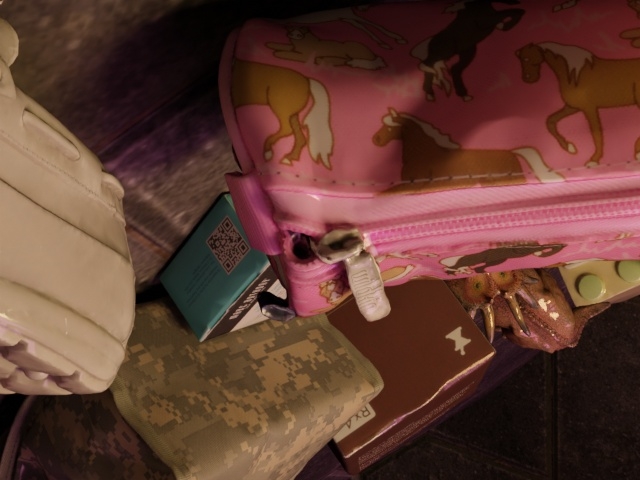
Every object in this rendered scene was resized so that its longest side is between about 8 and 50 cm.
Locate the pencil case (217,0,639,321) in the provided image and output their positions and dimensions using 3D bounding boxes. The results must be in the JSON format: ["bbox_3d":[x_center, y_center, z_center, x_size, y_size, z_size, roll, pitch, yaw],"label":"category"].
[{"bbox_3d":[0.149,-0.052,0.501,0.386,0.167,0.160,-6,162,3],"label":"pencil case"}]

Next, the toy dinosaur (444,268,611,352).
[{"bbox_3d":[0.213,0.064,1.127,0.127,0.295,0.200,-61,-158,4],"label":"toy dinosaur"}]

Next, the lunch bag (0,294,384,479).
[{"bbox_3d":[-0.127,0.171,0.836,0.235,0.169,0.287,-16,151,-49],"label":"lunch bag"}]

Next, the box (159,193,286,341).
[{"bbox_3d":[0.000,0.000,0.798,0.244,0.060,0.100,-15,154,-50],"label":"box"}]

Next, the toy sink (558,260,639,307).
[{"bbox_3d":[0.372,-0.005,1.318,0.131,0.153,0.234,-30,166,29],"label":"toy sink"}]

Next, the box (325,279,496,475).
[{"bbox_3d":[0.048,0.109,1.008,0.168,0.167,0.203,-33,163,-8],"label":"box"}]

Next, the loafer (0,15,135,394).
[{"bbox_3d":[-0.152,-0.040,0.333,0.112,0.111,0.319,-1,156,13],"label":"loafer"}]

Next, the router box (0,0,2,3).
[{"bbox_3d":[-0.086,-0.133,0.296,0.092,0.038,0.122,-34,163,-6],"label":"router box"}]
